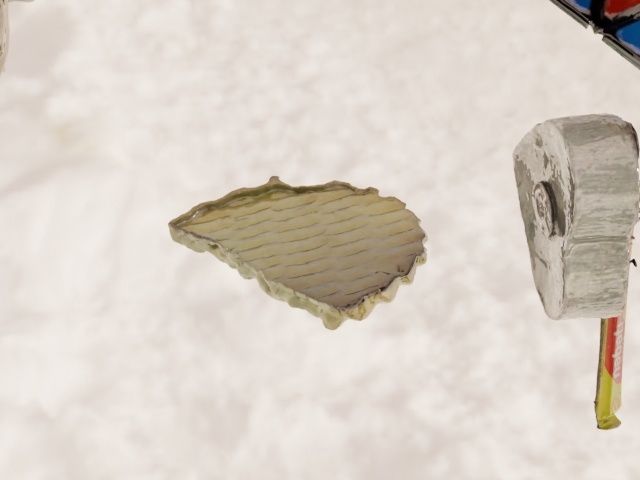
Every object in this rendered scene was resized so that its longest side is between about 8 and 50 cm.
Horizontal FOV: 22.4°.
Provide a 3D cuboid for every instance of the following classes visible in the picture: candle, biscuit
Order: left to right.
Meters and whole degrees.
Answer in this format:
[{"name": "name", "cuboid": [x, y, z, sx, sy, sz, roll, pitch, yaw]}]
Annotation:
[{"name": "biscuit", "cuboid": [0.000, 0.000, 1.530, 0.187, 0.036, 0.273, -26, 33, -28]}, {"name": "candle", "cuboid": [0.217, -0.035, 1.378, 0.068, 0.192, 0.168, -5, 36, -9]}, {"name": "biscuit", "cuboid": [0.338, 0.077, 1.856, 0.026, 0.291, 0.048, 9, 13, 31]}]

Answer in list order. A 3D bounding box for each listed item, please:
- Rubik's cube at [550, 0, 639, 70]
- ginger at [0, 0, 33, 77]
[{"name": "Rubik's cube", "cuboid": [0.250, -0.219, 1.333, 0.284, 0.234, 0.250, -23, -6, 3]}, {"name": "ginger", "cuboid": [-0.293, -0.091, 0.807, 0.375, 0.176, 0.256, -24, 34, -27]}]
